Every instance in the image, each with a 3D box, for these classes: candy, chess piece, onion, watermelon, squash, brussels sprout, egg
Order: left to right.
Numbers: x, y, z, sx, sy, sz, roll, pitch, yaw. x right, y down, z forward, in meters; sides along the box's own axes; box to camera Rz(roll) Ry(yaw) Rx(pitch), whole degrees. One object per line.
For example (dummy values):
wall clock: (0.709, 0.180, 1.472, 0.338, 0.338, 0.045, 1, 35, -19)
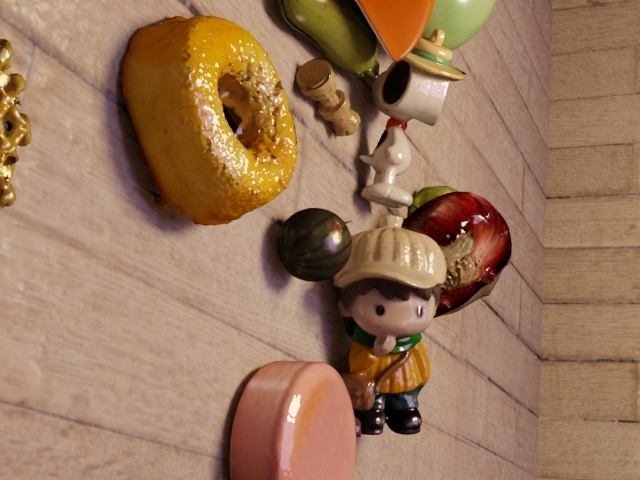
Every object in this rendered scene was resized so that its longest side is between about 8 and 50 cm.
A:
candy: (-0.029, 0.281, 1.312, 0.255, 0.094, 0.255, -2, 90, -65)
watermelon: (0.000, 0.000, 1.378, 0.133, 0.105, 0.105, -34, 120, -39)
chess piece: (0.019, -0.212, 1.510, 0.172, 0.060, 0.060, 50, 44, -57)
squash: (0.027, -0.329, 1.499, 0.341, 0.094, 0.095, 25, 65, -62)
egg: (0.206, -0.454, 1.742, 0.220, 0.220, 0.270, 55, 50, -50)
onion: (0.214, 0.017, 1.774, 0.195, 0.272, 0.272, 51, 4, 33)
brussels sprout: (0.249, -0.032, 1.917, 0.149, 0.122, 0.152, -51, 132, -52)

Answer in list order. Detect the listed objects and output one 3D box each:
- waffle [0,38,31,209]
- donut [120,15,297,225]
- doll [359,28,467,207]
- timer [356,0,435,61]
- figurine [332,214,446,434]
waffle: (-0.305, -0.083, 0.795, 0.192, 0.046, 0.161, -24, 112, -64)
donut: (-0.126, -0.143, 1.130, 0.253, 0.118, 0.254, 34, 47, -47)
doll: (0.152, -0.200, 1.648, 0.208, 0.143, 0.272, 139, -39, -61)
timer: (0.077, -0.437, 1.481, 0.250, 0.161, 0.257, 74, -3, -58)
figurine: (0.100, 0.132, 1.554, 0.204, 0.185, 0.332, -113, -154, -60)
